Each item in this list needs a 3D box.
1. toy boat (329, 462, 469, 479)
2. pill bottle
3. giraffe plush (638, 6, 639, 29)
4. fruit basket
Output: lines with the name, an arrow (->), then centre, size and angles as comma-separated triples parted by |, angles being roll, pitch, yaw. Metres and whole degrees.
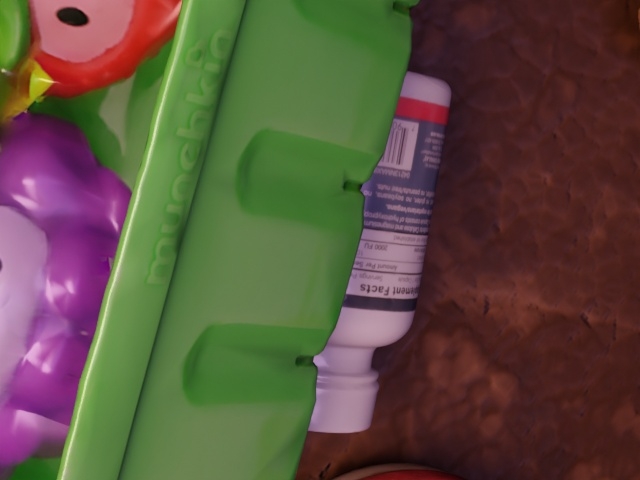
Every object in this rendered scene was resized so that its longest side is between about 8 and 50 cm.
toy boat -> 0.045, 0.237, 0.798 | 0.151, 0.151, 0.231 | 5, 95, -23
pill bottle -> 0.000, 0.000, 0.773 | 0.108, 0.108, 0.180 | 8, 94, -23
giraffe plush -> 0.288, -0.191, 0.849 | 0.181, 0.210, 0.171 | 21, 60, -20
fruit basket -> -0.166, -0.069, 0.610 | 0.392, 0.283, 0.392 | -17, 115, -39
